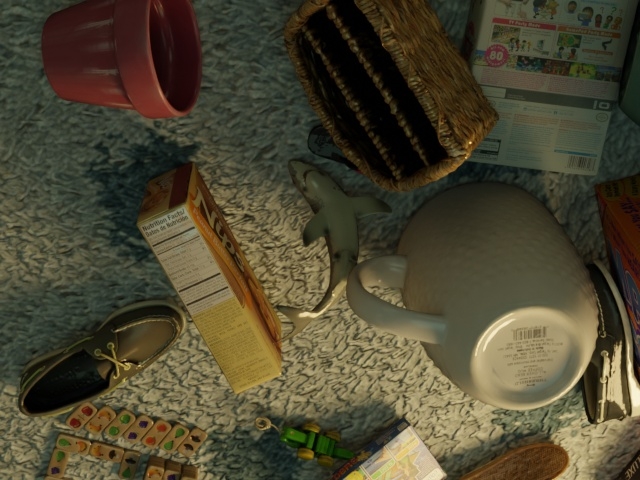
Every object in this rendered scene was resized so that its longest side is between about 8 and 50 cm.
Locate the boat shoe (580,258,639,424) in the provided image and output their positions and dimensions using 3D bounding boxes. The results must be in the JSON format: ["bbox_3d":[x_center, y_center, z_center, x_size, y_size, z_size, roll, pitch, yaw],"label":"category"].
[{"bbox_3d":[0.452,0.174,1.960,0.091,0.114,0.302,-18,112,-1],"label":"boat shoe"}]

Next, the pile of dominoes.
[{"bbox_3d":[-0.334,0.383,2.060,0.251,0.040,0.196,16,111,-9],"label":"pile of dominoes"}]

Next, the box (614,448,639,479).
[{"bbox_3d":[0.691,0.435,2.097,0.307,0.076,0.242,29,109,-13],"label":"box"}]

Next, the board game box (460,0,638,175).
[{"bbox_3d":[0.324,-0.262,1.783,0.224,0.097,0.303,7,114,-6],"label":"board game box"}]

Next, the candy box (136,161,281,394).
[{"bbox_3d":[-0.163,0.055,1.850,0.088,0.183,0.316,-25,111,7],"label":"candy box"}]

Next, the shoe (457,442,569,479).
[{"bbox_3d":[0.323,0.405,2.089,0.219,0.058,0.076,-20,81,2],"label":"shoe"}]

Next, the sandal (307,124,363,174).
[{"bbox_3d":[0.067,-0.130,1.857,0.179,0.040,0.067,14,111,-8],"label":"sandal"}]

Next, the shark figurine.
[{"bbox_3d":[0.015,0.025,1.872,0.166,0.116,0.278,7,76,-9],"label":"shark figurine"}]

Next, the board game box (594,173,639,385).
[{"bbox_3d":[0.652,0.091,1.800,0.356,0.356,0.356,-15,113,5],"label":"board game box"}]

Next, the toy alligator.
[{"bbox_3d":[-0.031,0.342,2.050,0.190,0.056,0.051,22,151,-11],"label":"toy alligator"}]

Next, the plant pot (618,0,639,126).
[{"bbox_3d":[0.554,-0.255,1.703,0.235,0.293,0.293,12,113,9],"label":"plant pot"}]

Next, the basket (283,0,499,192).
[{"bbox_3d":[0.073,-0.213,1.683,0.213,0.223,0.299,-29,97,28],"label":"basket"}]

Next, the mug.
[{"bbox_3d":[0.223,0.091,1.789,0.374,0.328,0.276,6,113,-8],"label":"mug"}]

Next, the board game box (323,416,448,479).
[{"bbox_3d":[0.102,0.413,2.052,0.201,0.035,0.136,-37,115,-6],"label":"board game box"}]

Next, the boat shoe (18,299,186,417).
[{"bbox_3d":[-0.354,0.197,1.952,0.305,0.091,0.109,-27,111,9],"label":"boat shoe"}]

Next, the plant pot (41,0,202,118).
[{"bbox_3d":[-0.287,-0.270,1.716,0.180,0.201,0.201,-3,114,15],"label":"plant pot"}]
